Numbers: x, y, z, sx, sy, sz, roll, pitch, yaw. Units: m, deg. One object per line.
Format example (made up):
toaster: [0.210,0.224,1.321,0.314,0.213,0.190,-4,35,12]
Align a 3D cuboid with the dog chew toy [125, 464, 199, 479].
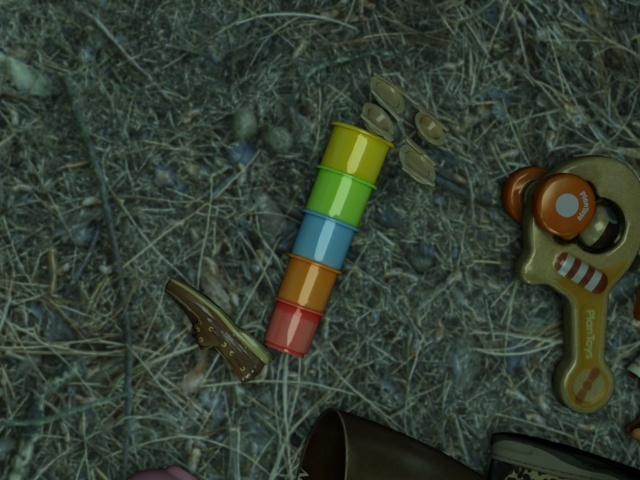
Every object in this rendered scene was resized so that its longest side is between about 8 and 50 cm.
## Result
dog chew toy: [-0.257,0.442,1.654,0.206,0.206,0.332,32,77,-2]

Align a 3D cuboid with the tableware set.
tableware set: [0.113,-0.153,1.746,0.141,0.169,0.020,39,126,-15]

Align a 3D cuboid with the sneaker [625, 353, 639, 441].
sneaker: [0.492,0.148,1.761,0.123,0.106,0.290,15,87,-5]

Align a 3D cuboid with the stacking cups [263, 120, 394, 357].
stacking cups: [0.000,0.000,1.753,0.096,0.096,0.316,22,90,-2]

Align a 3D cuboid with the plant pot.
plant pot: [0.104,0.344,1.689,0.230,0.215,0.215,12,86,-15]

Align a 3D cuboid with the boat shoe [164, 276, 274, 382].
boat shoe: [-0.146,0.121,1.740,0.178,0.064,0.060,42,83,-3]

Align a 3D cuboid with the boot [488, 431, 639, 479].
boot: [0.345,0.426,1.650,0.377,0.138,0.284,17,90,39]

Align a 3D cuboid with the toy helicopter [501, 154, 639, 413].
toy helicopter: [0.379,0.061,1.768,0.235,0.140,0.355,-2,98,-13]
